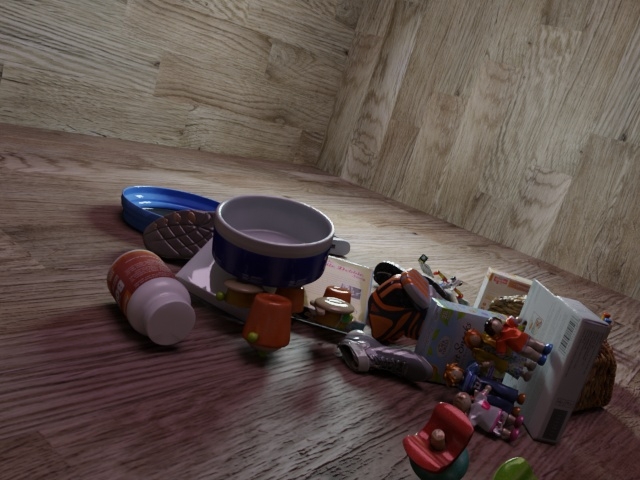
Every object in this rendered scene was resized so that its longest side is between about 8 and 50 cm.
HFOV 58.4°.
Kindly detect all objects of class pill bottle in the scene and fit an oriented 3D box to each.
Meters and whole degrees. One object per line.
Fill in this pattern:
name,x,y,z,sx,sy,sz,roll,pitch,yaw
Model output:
pill bottle,-0.326,0.110,1.108,0.121,0.121,0.216,6,17,-38

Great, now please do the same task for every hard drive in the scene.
hard drive,-0.167,0.043,1.375,0.210,0.040,0.319,27,45,10

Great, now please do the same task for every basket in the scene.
basket,0.579,0.260,1.432,0.223,0.214,0.299,5,18,-38

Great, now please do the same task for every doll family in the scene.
doll family,0.344,0.277,1.179,0.163,0.263,0.118,27,-19,6

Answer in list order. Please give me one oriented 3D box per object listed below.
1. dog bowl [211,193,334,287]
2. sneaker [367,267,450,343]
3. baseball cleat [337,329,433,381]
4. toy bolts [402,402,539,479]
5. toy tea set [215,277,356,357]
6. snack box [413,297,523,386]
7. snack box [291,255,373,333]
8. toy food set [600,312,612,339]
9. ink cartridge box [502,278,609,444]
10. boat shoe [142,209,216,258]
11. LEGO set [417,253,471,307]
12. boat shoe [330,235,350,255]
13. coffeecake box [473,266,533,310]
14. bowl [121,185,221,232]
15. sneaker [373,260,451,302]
dog bowl,-0.107,-0.005,1.279,0.264,0.104,0.265,10,25,-5
sneaker,0.238,0.214,1.398,0.321,0.180,0.125,48,28,-16
baseball cleat,0.132,0.263,1.222,0.205,0.072,0.109,19,27,25
toy bolts,0.200,0.375,0.807,0.218,0.158,0.228,-33,49,-18
toy tea set,-0.050,0.169,1.221,0.336,0.124,0.200,7,10,-31
snack box,0.326,0.239,1.290,0.207,0.175,0.070,13,11,-13
snack box,-0.035,0.108,1.429,0.321,0.060,0.187,17,45,-2
toy food set,0.890,0.291,1.916,0.232,0.105,0.111,12,15,-21
ink cartridge box,0.483,0.249,1.229,0.060,0.275,0.239,14,15,-5
boat shoe,-0.295,-0.014,1.557,0.355,0.132,0.130,-9,-14,-12
LEGO set,0.375,0.144,1.802,0.182,0.060,0.244,30,-20,40
boat shoe,0.000,0.000,2.030,0.228,0.080,0.076,10,10,-32
coffeecake box,0.543,0.192,1.712,0.142,0.186,0.068,19,14,5
bowl,-0.427,-0.073,1.792,0.391,0.077,0.391,17,13,-4
sneaker,0.298,0.143,1.798,0.271,0.100,0.108,30,10,37
